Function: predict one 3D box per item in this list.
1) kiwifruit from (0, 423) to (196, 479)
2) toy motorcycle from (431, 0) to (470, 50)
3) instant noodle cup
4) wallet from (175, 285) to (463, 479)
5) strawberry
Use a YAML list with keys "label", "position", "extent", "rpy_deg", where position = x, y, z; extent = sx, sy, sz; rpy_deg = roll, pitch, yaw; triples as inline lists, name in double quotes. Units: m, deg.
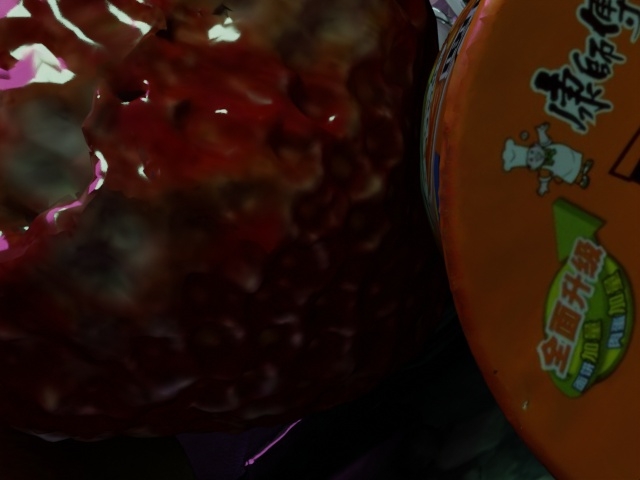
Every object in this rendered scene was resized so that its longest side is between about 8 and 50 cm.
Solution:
- label: "kiwifruit"
  position: [-0.155, 0.163, 0.777]
  extent: [0.196, 0.196, 0.234]
  rpy_deg: [-24, 24, 42]
- label: "toy motorcycle"
  position: [0.144, -0.178, 1.162]
  extent: [0.254, 0.112, 0.112]
  rpy_deg: [-37, 18, 9]
- label: "instant noodle cup"
  position: [0.148, -0.028, 0.562]
  extent: [0.250, 0.250, 0.192]
  rpy_deg: [-41, 9, 0]
- label: "wallet"
  position: [-0.006, 0.074, 0.925]
  extent: [0.318, 0.045, 0.172]
  rpy_deg: [-40, 16, 7]
- label: "strawberry"
  position: [-0.055, -0.045, 0.698]
  extent: [0.292, 0.310, 0.292]
  rpy_deg: [-166, 90, -77]
